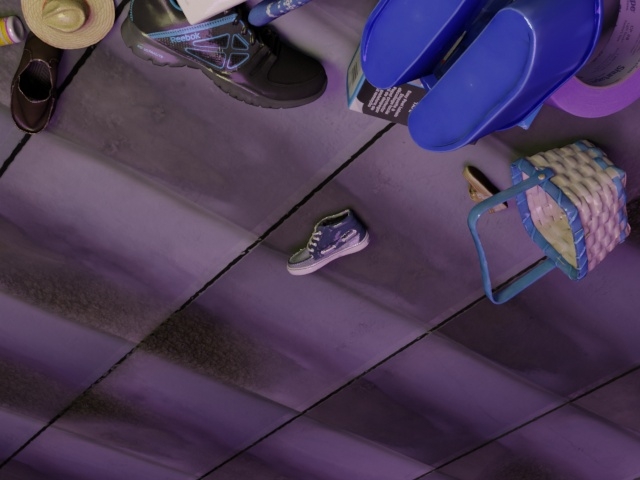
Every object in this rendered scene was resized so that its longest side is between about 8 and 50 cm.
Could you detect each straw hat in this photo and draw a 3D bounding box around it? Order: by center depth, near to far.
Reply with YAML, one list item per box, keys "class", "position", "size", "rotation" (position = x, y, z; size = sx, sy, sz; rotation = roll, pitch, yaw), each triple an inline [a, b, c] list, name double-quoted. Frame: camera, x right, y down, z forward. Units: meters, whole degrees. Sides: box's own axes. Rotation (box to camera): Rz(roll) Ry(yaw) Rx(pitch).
- class: "straw hat"
  position: [-0.397, -0.353, 1.333]
  size: [0.144, 0.061, 0.144]
  rotation: [-3, 123, -5]

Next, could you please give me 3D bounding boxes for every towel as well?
- class: "towel"
  position: [0.076, -0.387, 1.133]
  size: [0.336, 0.243, 0.040]
  rotation: [-14, 112, 42]

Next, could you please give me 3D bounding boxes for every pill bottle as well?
- class: "pill bottle"
  position: [-0.529, -0.337, 1.392]
  size: [0.083, 0.043, 0.043]
  rotation: [-8, 137, 10]

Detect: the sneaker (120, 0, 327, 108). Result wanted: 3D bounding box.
- class: "sneaker"
  position: [-0.136, -0.314, 1.351]
  size: [0.340, 0.125, 0.140]
  rotation: [15, 132, -19]

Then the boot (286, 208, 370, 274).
- class: "boot"
  position: [0.000, 0.000, 1.749]
  size: [0.190, 0.069, 0.086]
  rotation: [-25, 125, 15]

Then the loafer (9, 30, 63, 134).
- class: "loafer"
  position: [-0.491, -0.256, 1.454]
  size: [0.080, 0.078, 0.220]
  rotation: [13, 137, -13]

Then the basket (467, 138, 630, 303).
- class: "basket"
  position: [0.412, -0.028, 1.574]
  size: [0.289, 0.201, 0.255]
  rotation: [-32, 136, -10]

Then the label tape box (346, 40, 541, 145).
- class: "label tape box"
  position: [0.246, -0.287, 1.379]
  size: [0.347, 0.115, 0.249]
  rotation: [15, 136, -13]

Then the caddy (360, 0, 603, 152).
- class: "caddy"
  position: [0.212, -0.273, 1.129]
  size: [0.241, 0.179, 0.341]
  rotation: [54, 146, 7]

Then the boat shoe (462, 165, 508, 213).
- class: "boat shoe"
  position: [0.308, -0.092, 1.641]
  size: [0.045, 0.050, 0.135]
  rotation: [-33, 128, 25]

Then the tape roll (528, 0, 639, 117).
- class: "tape roll"
  position: [0.397, -0.323, 1.248]
  size: [0.274, 0.090, 0.275]
  rotation: [-12, 118, -24]

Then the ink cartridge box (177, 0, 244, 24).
- class: "ink cartridge box"
  position: [-0.025, -0.430, 1.142]
  size: [0.353, 0.207, 0.119]
  rotation: [-19, 113, 20]
